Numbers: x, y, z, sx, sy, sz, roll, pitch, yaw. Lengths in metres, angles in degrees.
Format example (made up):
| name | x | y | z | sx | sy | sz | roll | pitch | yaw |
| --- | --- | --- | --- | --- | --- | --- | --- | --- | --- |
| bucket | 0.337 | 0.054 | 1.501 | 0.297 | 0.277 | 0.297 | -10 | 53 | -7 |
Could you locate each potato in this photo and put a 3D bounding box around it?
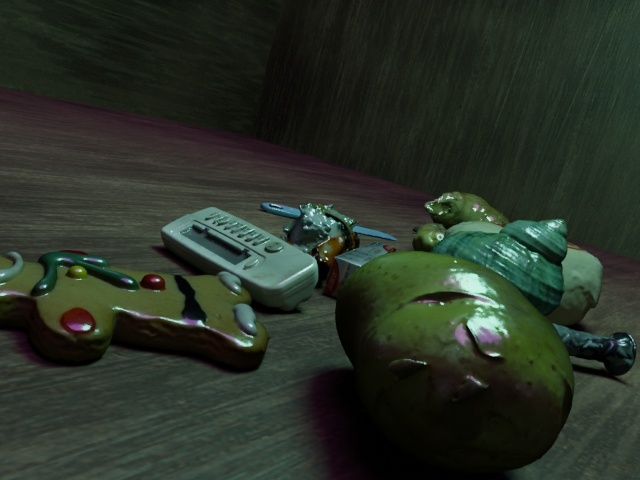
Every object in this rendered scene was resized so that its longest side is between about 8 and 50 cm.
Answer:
| name | x | y | z | sx | sy | sz | roll | pitch | yaw |
| --- | --- | --- | --- | --- | --- | --- | --- | --- | --- |
| potato | 0.227 | 0.007 | 1.274 | 0.092 | 0.070 | 0.138 | 18 | 12 | 8 |
| potato | 0.090 | 0.086 | 0.498 | 0.169 | 0.143 | 0.248 | 52 | -5 | -16 |

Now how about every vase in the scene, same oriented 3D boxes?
| name | x | y | z | sx | sy | sz | roll | pitch | yaw |
| --- | --- | --- | --- | --- | --- | --- | --- | --- | --- |
| vase | 0.304 | 0.126 | 0.802 | 0.167 | 0.059 | 0.059 | 13 | 11 | -11 |

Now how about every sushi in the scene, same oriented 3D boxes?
| name | x | y | z | sx | sy | sz | roll | pitch | yaw |
| --- | --- | --- | --- | --- | --- | --- | --- | --- | --- |
| sushi | -0.001 | -0.004 | 0.943 | 0.097 | 0.103 | 0.226 | 1 | 5 | 15 |

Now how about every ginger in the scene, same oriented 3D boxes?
| name | x | y | z | sx | sy | sz | roll | pitch | yaw |
| --- | --- | --- | --- | --- | --- | --- | --- | --- | --- |
| ginger | 0.318 | -0.044 | 1.400 | 0.270 | 0.123 | 0.219 | 36 | -5 | -34 |

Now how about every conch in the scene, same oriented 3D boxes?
| name | x | y | z | sx | sy | sz | roll | pitch | yaw |
| --- | --- | --- | --- | --- | --- | --- | --- | --- | --- |
| conch | 0.244 | 0.036 | 0.877 | 0.188 | 0.121 | 0.176 | -12 | 31 | -4 |

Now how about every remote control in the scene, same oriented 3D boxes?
| name | x | y | z | sx | sy | sz | roll | pitch | yaw |
| --- | --- | --- | --- | --- | --- | --- | --- | --- | --- |
| remote control | -0.100 | 0.019 | 0.783 | 0.090 | 0.049 | 0.230 | -30 | 38 | -32 |

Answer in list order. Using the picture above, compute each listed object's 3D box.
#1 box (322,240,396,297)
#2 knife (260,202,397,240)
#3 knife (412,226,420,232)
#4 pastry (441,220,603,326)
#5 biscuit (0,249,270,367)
| name | x | y | z | sx | sy | sz | roll | pitch | yaw |
| --- | --- | --- | --- | --- | --- | --- | --- | --- | --- |
| box | 0.061 | 0.040 | 0.917 | 0.040 | 0.055 | 0.218 | 20 | 12 | 16 |
| knife | 0.023 | -0.038 | 1.367 | 0.313 | 0.019 | 0.044 | 12 | 19 | -19 |
| knife | 0.338 | 0.011 | 1.554 | 0.247 | 0.018 | 0.035 | 21 | 9 | 20 |
| pastry | 0.323 | 0.048 | 1.050 | 0.265 | 0.133 | 0.265 | 13 | 7 | -2 |
| biscuit | -0.191 | 0.047 | 0.552 | 0.302 | 0.049 | 0.197 | 10 | 10 | -22 |
